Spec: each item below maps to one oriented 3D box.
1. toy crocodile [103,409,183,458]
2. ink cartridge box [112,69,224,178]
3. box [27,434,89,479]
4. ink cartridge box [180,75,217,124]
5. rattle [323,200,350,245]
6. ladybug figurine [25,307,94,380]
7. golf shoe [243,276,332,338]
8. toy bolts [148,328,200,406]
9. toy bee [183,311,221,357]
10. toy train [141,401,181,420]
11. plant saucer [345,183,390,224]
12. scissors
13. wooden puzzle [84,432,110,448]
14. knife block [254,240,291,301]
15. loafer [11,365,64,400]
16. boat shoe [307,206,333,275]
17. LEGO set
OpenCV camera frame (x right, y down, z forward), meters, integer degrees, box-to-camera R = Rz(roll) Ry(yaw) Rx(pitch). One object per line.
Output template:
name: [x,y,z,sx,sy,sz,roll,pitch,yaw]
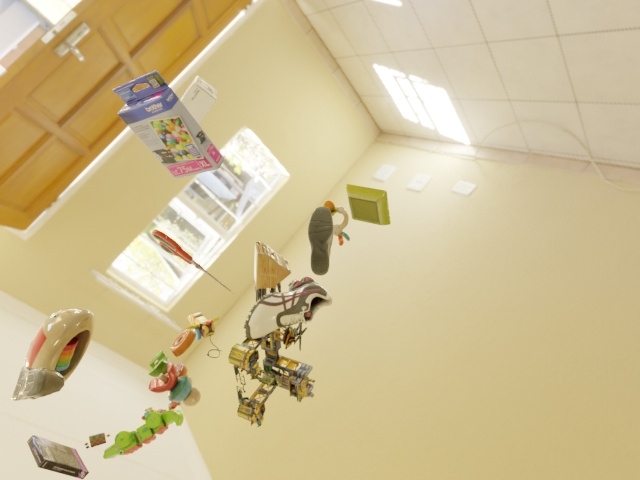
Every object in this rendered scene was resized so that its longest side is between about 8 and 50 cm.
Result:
toy crocodile: [-0.745,0.819,1.812,0.105,0.340,0.115,54,166,24]
ink cartridge box: [-0.445,-0.321,1.249,0.186,0.065,0.311,-7,135,28]
box: [-0.763,0.632,1.248,0.116,0.029,0.162,23,155,40]
ink cartridge box: [-0.482,-0.516,1.632,0.100,0.172,0.237,34,-165,-25]
rattle: [0.084,-0.087,2.158,0.130,0.199,0.143,-4,162,-3]
ladybug figurine: [-1.194,0.490,1.945,0.162,0.449,0.305,28,-170,4]
golf shoe: [-0.091,0.196,1.217,0.120,0.273,0.105,25,135,40]
toy bolts: [-0.452,0.439,1.429,0.158,0.218,0.228,46,178,-22]
toy bee: [-0.621,0.469,2.341,0.298,0.162,0.195,27,-149,18]
toy train: [-0.728,0.761,1.948,0.166,0.125,0.046,10,-150,-47]
plant saucer: [0.193,-0.139,1.809,0.188,0.045,0.188,14,141,28]
scissors: [-0.382,0.063,1.280,0.297,0.021,0.109,32,150,12]
wooden puzzle: [-0.790,0.706,1.520,0.006,0.083,0.049,39,131,54]
knife block: [-0.268,0.160,1.961,0.276,0.242,0.088,41,-163,-38]
loafer: [-0.774,0.398,1.180,0.087,0.094,0.251,23,155,-39]
boat shoe: [0.003,0.001,2.015,0.118,0.320,0.103,-1,-177,2]
LEGO set: [-0.127,0.408,1.305,0.192,0.331,0.255,12,-158,24]
